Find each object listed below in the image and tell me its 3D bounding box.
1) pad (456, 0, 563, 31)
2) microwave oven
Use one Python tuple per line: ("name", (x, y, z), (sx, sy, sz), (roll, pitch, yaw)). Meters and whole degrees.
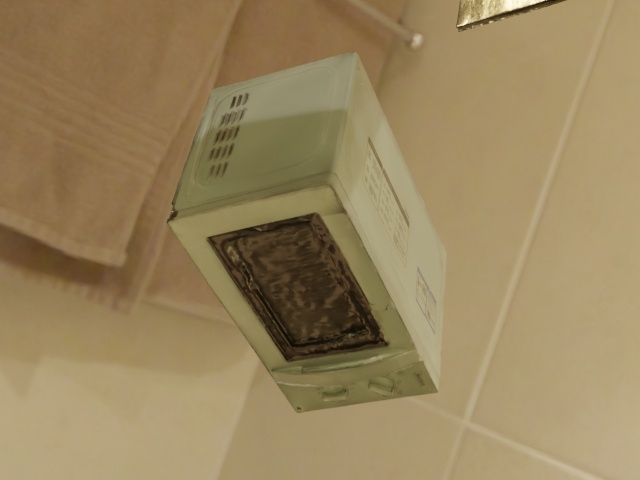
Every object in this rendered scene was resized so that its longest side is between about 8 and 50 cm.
("pad", (0.171, -0.238, 0.644), (0.004, 0.163, 0.243), (10, -3, -27))
("microwave oven", (0.000, 0.000, 0.689), (0.123, 0.162, 0.208), (-12, -49, 20))
